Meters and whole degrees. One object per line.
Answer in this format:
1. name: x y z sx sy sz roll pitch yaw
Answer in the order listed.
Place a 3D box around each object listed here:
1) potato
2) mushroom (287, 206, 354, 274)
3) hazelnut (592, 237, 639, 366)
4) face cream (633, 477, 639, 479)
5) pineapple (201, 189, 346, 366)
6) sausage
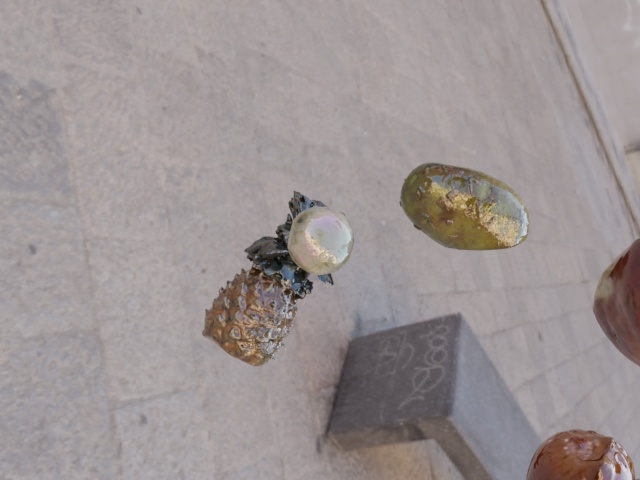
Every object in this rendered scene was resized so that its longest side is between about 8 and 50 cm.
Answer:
1. potato: 0.308 -0.063 1.385 0.298 0.176 0.141 21 39 -6
2. mushroom: 0.000 0.000 0.788 0.084 0.067 0.083 1 88 -16
3. hazelnut: 0.540 0.094 0.944 0.261 0.261 0.241 12 59 -57
4. face cream: 0.227 0.196 0.432 0.077 0.250 0.077 38 29 -25
5. pineapple: -0.067 0.065 1.126 0.310 0.170 0.141 -58 155 -8
6. sausage: 0.231 0.320 0.626 0.097 0.094 0.348 -24 124 -36
